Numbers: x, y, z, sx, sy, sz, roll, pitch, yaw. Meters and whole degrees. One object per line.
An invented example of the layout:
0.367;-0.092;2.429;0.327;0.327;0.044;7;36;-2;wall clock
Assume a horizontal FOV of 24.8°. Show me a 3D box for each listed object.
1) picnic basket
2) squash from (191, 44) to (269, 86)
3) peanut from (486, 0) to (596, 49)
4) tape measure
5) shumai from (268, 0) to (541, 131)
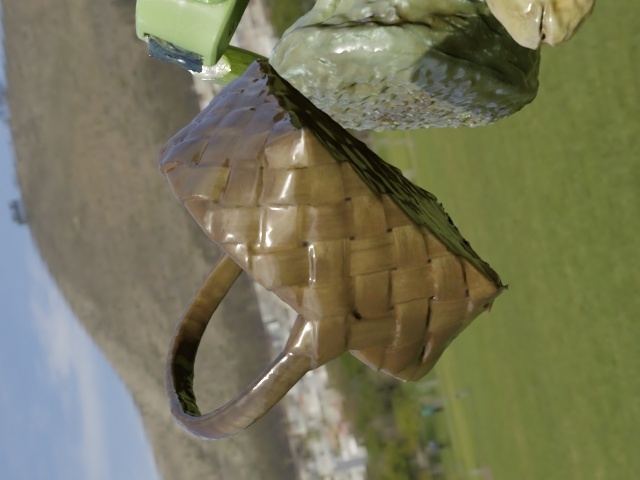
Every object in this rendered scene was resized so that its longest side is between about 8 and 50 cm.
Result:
-0.042;0.044;1.384;0.293;0.337;0.337;-119;14;-63;picnic basket
-0.108;-0.261;2.287;0.069;0.239;0.069;-29;53;48;squash
0.217;-0.334;1.456;0.130;0.130;0.290;59;-149;-83;peanut
-0.074;-0.257;1.162;0.175;0.106;0.200;109;-174;-69;tape measure
0.120;-0.320;1.938;0.397;0.324;0.323;9;-99;-46;shumai
